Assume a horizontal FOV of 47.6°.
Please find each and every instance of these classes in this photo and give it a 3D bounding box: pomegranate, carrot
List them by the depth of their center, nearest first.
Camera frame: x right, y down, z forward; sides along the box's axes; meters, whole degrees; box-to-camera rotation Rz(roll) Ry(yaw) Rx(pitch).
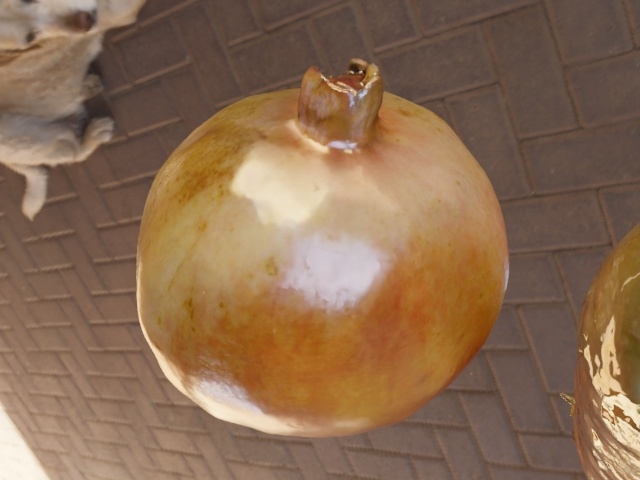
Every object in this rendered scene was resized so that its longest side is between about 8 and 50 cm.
[{"bbox_3d":[0.000,0.000,0.494,0.270,0.252,0.229,92,167,-49],"label":"pomegranate"},{"bbox_3d":[0.318,0.114,0.591,0.224,0.224,0.340,24,151,25],"label":"carrot"}]
